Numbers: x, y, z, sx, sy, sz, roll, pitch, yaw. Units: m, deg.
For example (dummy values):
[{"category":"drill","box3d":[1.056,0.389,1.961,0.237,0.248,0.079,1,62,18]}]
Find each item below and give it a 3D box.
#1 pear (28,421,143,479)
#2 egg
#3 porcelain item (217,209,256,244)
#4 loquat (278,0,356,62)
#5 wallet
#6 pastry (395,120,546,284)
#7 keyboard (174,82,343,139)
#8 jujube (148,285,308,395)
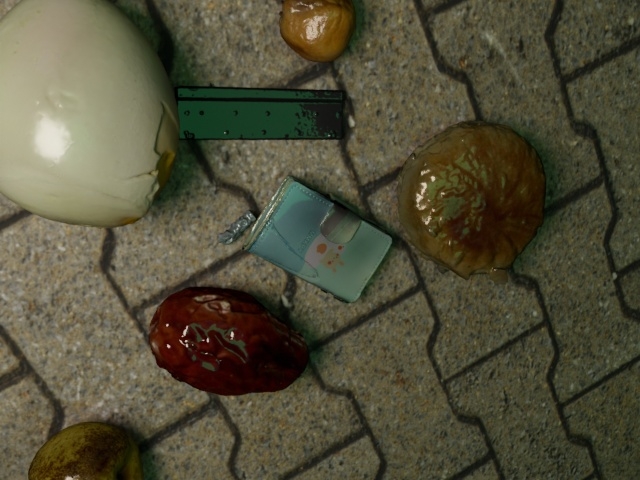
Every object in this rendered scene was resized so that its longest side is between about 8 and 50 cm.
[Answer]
[{"category":"pear","box3d":[-0.424,0.426,1.000,0.197,0.197,0.197,-4,104,-16]},{"category":"egg","box3d":[-0.354,-0.189,0.824,0.283,0.283,0.345,-3,92,-16]},{"category":"porcelain item","box3d":[-0.158,-0.023,1.052,0.083,0.036,0.028,-41,79,-9]},{"category":"loquat","box3d":[-0.007,-0.377,0.976,0.137,0.113,0.137,0,123,0]},{"category":"wallet","box3d":[0.000,0.000,1.083,0.250,0.075,0.176,30,97,-22]},{"category":"pastry","box3d":[0.298,-0.081,1.121,0.330,0.136,0.329,-4,105,-15]},{"category":"keyboard","box3d":[-0.105,-0.233,1.024,0.310,0.018,0.101,-3,106,-16]},{"category":"jujube","box3d":[-0.164,0.189,1.020,0.290,0.197,0.197,23,96,-29]}]
